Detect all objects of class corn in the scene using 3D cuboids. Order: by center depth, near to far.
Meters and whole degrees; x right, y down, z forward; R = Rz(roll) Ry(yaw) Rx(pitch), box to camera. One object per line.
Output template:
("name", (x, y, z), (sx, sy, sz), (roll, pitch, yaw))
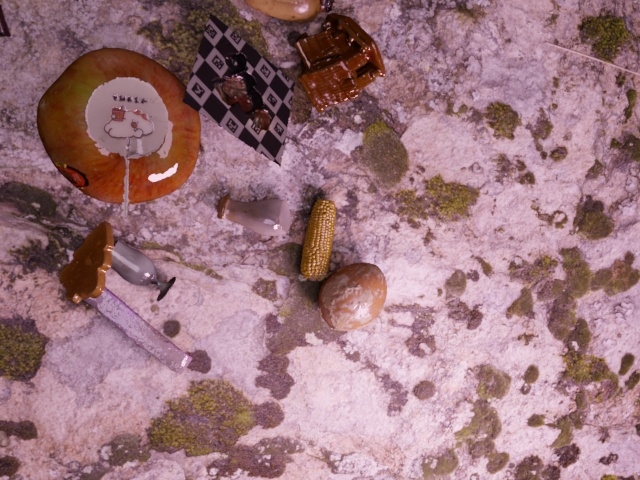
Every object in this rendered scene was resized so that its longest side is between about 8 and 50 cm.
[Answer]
("corn", (-0.004, -0.001, 1.867), (0.091, 0.091, 0.259), (9, 93, -36))

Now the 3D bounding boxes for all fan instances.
("fan", (-0.451, -0.215, 1.394), (0.191, 0.009, 0.328), (-1, 96, -34))

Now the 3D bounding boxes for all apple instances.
("apple", (-0.517, -0.289, 1.545), (0.401, 0.334, 0.399), (-9, 106, -35))

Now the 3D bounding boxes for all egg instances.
("egg", (0.104, 0.175, 1.872), (0.245, 0.203, 0.203), (-43, 109, -11))

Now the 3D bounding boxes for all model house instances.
("model house", (0.031, -0.512, 1.725), (0.229, 0.220, 0.199), (-42, 124, -19))

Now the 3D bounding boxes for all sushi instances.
("sushi", (-0.230, -0.403, 1.656), (0.339, 0.069, 0.319), (30, 55, -38))

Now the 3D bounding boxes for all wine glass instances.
("wine glass", (-0.523, 0.084, 1.719), (0.202, 0.093, 0.093), (37, 87, -20))

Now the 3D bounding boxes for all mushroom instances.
("mushroom", (-0.198, -0.072, 1.800), (0.225, 0.093, 0.116), (2, 77, -9))

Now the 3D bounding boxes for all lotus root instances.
("lotus root", (-0.098, -0.709, 1.689), (0.285, 0.146, 0.160), (12, 115, -12))

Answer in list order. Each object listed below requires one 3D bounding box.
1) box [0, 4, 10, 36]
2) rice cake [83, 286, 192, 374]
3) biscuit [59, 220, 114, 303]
("box", (-0.844, -0.562, 1.528), (0.063, 0.060, 0.084), (-14, 104, -6))
("rice cake", (-0.543, 0.253, 1.757), (0.399, 0.064, 0.070), (45, 75, -19))
("biscuit", (-0.630, 0.060, 1.646), (0.041, 0.212, 0.238), (34, 74, -46))
